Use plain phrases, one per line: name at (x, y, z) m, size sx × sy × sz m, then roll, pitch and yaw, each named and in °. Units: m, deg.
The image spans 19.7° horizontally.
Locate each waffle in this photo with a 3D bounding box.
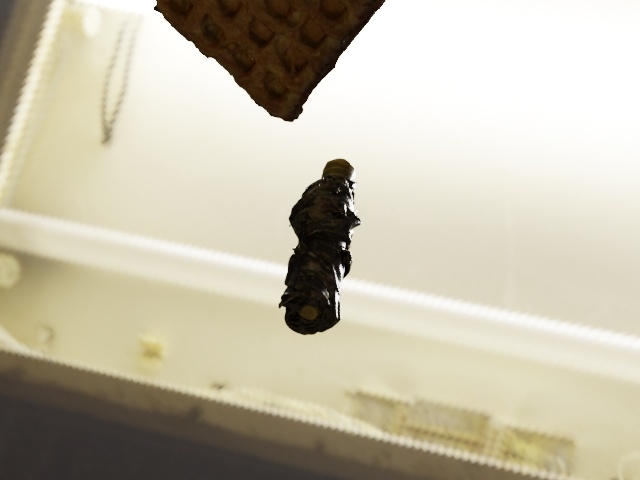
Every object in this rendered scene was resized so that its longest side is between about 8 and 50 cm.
waffle at (-0.016, -0.134, 0.888) m, size 0.102 × 0.148 × 0.042 m, roll 43°, pitch -130°, yaw 2°

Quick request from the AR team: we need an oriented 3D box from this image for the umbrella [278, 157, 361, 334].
umbrella at (0.000, 0.000, 1.034) m, size 0.040 × 0.037 × 0.144 m, roll 23°, pitch -146°, yaw -8°
